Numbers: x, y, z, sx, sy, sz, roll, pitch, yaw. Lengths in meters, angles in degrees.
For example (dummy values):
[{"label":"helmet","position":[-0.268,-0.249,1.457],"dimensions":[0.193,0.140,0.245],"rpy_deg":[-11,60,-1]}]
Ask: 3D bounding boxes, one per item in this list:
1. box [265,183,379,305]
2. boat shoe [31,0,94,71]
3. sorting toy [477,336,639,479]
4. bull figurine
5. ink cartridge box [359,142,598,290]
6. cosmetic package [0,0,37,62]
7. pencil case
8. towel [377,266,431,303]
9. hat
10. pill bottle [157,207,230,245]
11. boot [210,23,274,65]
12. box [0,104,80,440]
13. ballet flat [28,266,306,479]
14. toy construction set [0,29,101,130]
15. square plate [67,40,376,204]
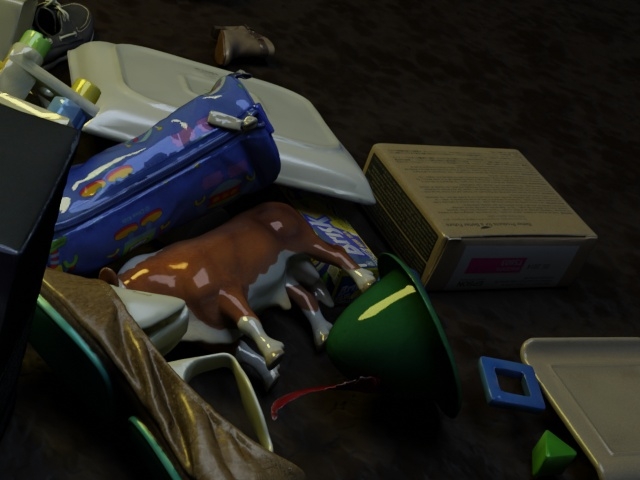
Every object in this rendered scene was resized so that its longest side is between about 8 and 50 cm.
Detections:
[{"label":"box","position":[0.000,0.000,1.419],"dimensions":[0.059,0.054,0.169],"rpy_deg":[-3,40,-34]},{"label":"boat shoe","position":[-0.342,-0.275,1.621],"dimensions":[0.075,0.065,0.206],"rpy_deg":[24,32,4]},{"label":"sorting toy","position":[0.320,0.188,1.336],"dimensions":[0.347,0.047,0.196],"rpy_deg":[2,41,-28]},{"label":"bull figurine","position":[-0.088,0.053,1.245],"dimensions":[0.188,0.101,0.310],"rpy_deg":[39,41,14]},{"label":"ink cartridge box","position":[0.188,-0.030,1.543],"dimensions":[0.234,0.088,0.193],"rpy_deg":[1,39,-31]},{"label":"cosmetic package","position":[-0.483,-0.252,1.406],"dimensions":[0.296,0.129,0.153],"rpy_deg":[16,9,-11]},{"label":"pencil case","position":[-0.176,-0.055,1.239],"dimensions":[0.306,0.133,0.119],"rpy_deg":[-30,88,-24]},{"label":"towel","position":[0.094,0.070,1.393],"dimensions":[0.067,0.029,0.119],"rpy_deg":[9,33,-20]},{"label":"hat","position":[0.018,0.120,1.209],"dimensions":[0.183,0.208,0.173],"rpy_deg":[-24,52,-10]},{"label":"pill bottle","position":[-0.166,-0.043,1.363],"dimensions":[0.137,0.078,0.078],"rpy_deg":[40,36,26]},{"label":"boot","position":[-0.107,-0.274,1.782],"dimensions":[0.087,0.042,0.118],"rpy_deg":[11,34,-21]},{"label":"box","position":[-0.366,0.032,0.927],"dimensions":[0.296,0.294,0.183],"rpy_deg":[17,32,-6]},{"label":"ballet flat","position":[-0.136,0.121,1.074],"dimensions":[0.124,0.116,0.342],"rpy_deg":[-32,61,-27]},{"label":"toy construction set","position":[-0.379,-0.183,1.245],"dimensions":[0.327,0.215,0.151],"rpy_deg":[44,68,-5]},{"label":"square plate","position":[-0.125,-0.156,1.503],"dimensions":[0.347,0.049,0.344],"rpy_deg":[14,19,-18]}]
